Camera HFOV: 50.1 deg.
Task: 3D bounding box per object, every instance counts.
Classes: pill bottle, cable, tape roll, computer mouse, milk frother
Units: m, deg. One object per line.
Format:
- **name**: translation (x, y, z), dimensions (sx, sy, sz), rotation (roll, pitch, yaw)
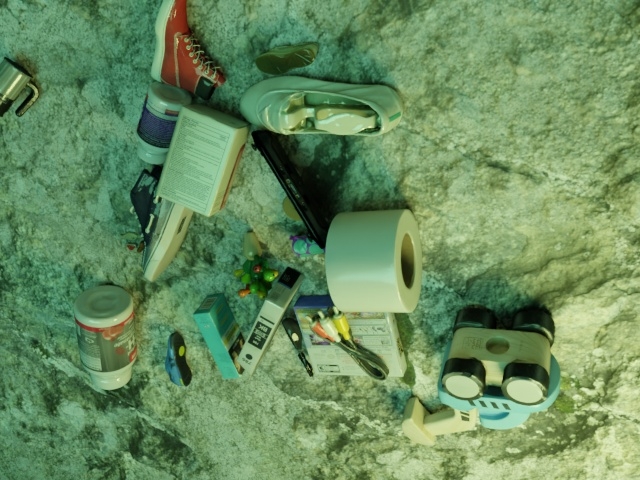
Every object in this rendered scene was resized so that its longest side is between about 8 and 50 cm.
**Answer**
- **pill bottle**: translation (-0.669, 0.313, 2.150), dimensions (0.176, 0.176, 0.318), rotation (15, 126, 12)
- **cable**: translation (0.064, 0.287, 1.836), dimensions (0.140, 0.072, 0.287), rotation (-21, 111, 36)
- **tape roll**: translation (0.131, 0.050, 1.626), dimensions (0.169, 0.246, 0.246), rotation (-3, 120, 22)
- **computer mouse**: translation (-0.054, 0.307, 1.974), dimensions (0.041, 0.071, 0.242), rotation (-29, 131, -10)
- **pill bottle**: translation (-0.395, -0.288, 1.697), dimensions (0.108, 0.108, 0.193), rotation (30, 127, 1)
- **milk frother**: translation (-0.833, -0.409, 1.804), dimensions (0.143, 0.129, 0.134), rotation (42, 93, 27)

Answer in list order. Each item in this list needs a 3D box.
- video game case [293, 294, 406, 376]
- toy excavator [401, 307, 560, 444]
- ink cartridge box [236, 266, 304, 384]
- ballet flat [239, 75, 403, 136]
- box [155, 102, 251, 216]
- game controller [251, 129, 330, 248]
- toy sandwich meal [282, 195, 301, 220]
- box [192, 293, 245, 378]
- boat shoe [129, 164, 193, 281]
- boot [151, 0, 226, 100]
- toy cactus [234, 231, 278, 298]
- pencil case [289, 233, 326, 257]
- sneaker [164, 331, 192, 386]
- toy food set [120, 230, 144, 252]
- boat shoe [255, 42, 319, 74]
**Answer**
- **video game case**: translation (0.084, 0.263, 1.896), dimensions (0.270, 0.061, 0.244), rotation (-3, 120, 23)
- **toy excavator**: translation (0.402, 0.405, 1.792), dimensions (0.433, 0.222, 0.445), rotation (1, 130, 22)
- **ink cartridge box**: translation (-0.151, 0.240, 1.908), dimensions (0.065, 0.165, 0.332), rotation (28, 126, 3)
- **ballet flat**: translation (-0.018, -0.291, 1.535), dimensions (0.400, 0.139, 0.139), rotation (5, 123, 19)
- **box**: translation (-0.282, -0.198, 1.660), dimensions (0.149, 0.127, 0.232), rotation (23, 108, 5)
- **game controller**: translation (-0.072, -0.122, 1.627), dimensions (0.067, 0.166, 0.319), rotation (-31, 97, 8)
- **toy sandwich meal**: translation (-0.056, -0.088, 1.746), dimensions (0.086, 0.029, 0.085), rotation (12, 125, 18)
- **box**: translation (-0.288, 0.286, 2.031), dimensions (0.060, 0.100, 0.244), rotation (-8, 118, 25)
- **boat shoe**: translation (-0.454, -0.053, 1.876), dimensions (0.158, 0.127, 0.340), rotation (33, 119, 5)
- **boot**: translation (-0.288, -0.445, 1.572), dimensions (0.176, 0.088, 0.244), rotation (24, 135, 5)
- **toy cactus**: translation (-0.185, 0.070, 1.840), dimensions (0.112, 0.219, 0.180), rotation (-11, 88, -14)
- **pencil case**: translation (0.000, 0.000, 1.757), dimensions (0.152, 0.064, 0.070), rotation (-15, 131, 28)
- **sneaker**: translation (-0.471, 0.380, 2.184), dimensions (0.082, 0.069, 0.209), rotation (9, 124, 21)
- **toy food set**: translation (-0.526, 0.008, 1.995), dimensions (0.122, 0.019, 0.077), rotation (-9, 117, 26)
- **boat shoe**: translation (-0.076, -0.413, 1.538), dimensions (0.153, 0.048, 0.056), rotation (-6, 131, 32)
